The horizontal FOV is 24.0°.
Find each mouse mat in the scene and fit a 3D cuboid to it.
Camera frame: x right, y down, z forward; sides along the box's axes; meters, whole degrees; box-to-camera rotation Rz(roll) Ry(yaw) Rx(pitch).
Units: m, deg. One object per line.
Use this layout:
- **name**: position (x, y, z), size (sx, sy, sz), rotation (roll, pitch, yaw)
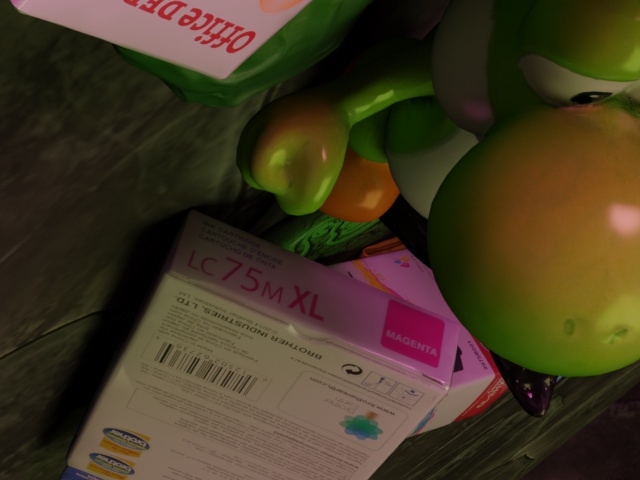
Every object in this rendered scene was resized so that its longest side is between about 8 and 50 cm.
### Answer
- **mouse mat**: position (0.000, 0.000, 1.081), size (0.190, 0.007, 0.152), rotation (-33, 163, -10)

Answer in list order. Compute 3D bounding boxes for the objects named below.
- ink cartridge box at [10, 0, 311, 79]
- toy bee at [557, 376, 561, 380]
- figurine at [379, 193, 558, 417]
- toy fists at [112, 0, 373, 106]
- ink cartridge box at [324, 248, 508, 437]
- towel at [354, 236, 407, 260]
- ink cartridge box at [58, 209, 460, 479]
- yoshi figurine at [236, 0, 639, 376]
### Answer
- **ink cartridge box**: position (-0.026, -0.153, 0.424), size (0.176, 0.127, 0.128), rotation (-39, 164, 16)
- **toy bee**: position (0.180, 0.062, 1.368), size (0.298, 0.162, 0.195), rotation (29, 101, -37)
- **figurine**: position (0.150, -0.032, 0.932), size (0.215, 0.209, 0.092), rotation (-38, 163, 9)
- **toy fists**: position (0.034, -0.156, 0.583), size (0.279, 0.096, 0.142), rotation (-32, 178, -8)
- **ink cartridge box**: position (0.052, 0.081, 1.141), size (0.175, 0.127, 0.072), rotation (-11, 151, -44)
- **towel**: position (0.016, 0.070, 1.271), size (0.102, 0.021, 0.237), rotation (-20, 157, -43)
- **ink cartridge box**: position (-0.055, 0.117, 1.008), size (0.311, 0.186, 0.065), rotation (122, -12, -48)
- **yoshi figurine**: position (0.083, -0.023, 0.692), size (0.204, 0.203, 0.362), rotation (-26, 180, -9)
